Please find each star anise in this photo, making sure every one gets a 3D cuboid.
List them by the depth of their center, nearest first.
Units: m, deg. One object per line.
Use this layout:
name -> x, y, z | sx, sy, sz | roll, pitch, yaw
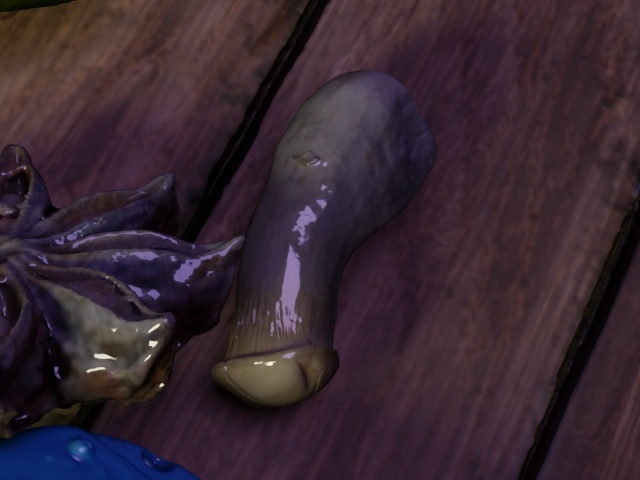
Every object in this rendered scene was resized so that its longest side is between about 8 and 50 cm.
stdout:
star anise -> -0.166, 0.041, 1.038 | 0.236, 0.109, 0.223 | 8, 34, 19

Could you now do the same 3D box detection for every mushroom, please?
mushroom -> -0.002, -0.002, 1.146 | 0.081, 0.092, 0.223 | 0, 51, 32

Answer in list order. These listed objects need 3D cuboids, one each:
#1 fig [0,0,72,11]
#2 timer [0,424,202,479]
fig -> -0.170, -0.241, 1.158 | 0.195, 0.195, 0.245 | 44, 41, 6
timer -> -0.107, 0.240, 0.913 | 0.309, 0.115, 0.340 | 36, 36, 12
